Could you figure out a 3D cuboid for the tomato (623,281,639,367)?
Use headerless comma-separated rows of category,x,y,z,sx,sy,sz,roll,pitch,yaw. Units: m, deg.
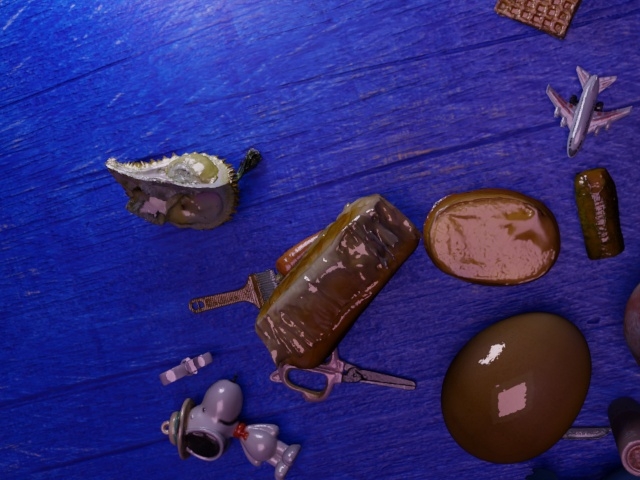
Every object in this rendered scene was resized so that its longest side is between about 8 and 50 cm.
tomato,0.704,0.169,1.581,0.316,0.317,0.282,44,74,4

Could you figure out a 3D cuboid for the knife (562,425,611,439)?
knife,0.491,0.396,1.808,0.210,0.015,0.028,-3,91,12

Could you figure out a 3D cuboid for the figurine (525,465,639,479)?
figurine,0.494,0.597,1.747,0.298,0.242,0.417,40,105,50

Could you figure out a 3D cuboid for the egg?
egg,0.378,0.279,1.698,0.250,0.250,0.322,39,97,5

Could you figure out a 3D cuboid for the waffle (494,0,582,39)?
waffle,0.422,-0.459,1.697,0.148,0.042,0.103,24,103,8

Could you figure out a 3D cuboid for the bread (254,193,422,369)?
bread,0.041,0.086,1.752,0.183,0.236,0.389,41,109,-9

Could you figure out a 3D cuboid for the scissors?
scissors,0.048,0.283,1.887,0.317,0.024,0.160,10,97,11

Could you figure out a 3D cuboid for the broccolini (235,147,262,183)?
broccolini,-0.169,-0.135,1.884,0.035,0.030,0.140,22,110,-28

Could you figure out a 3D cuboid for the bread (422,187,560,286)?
bread,0.334,-0.004,1.725,0.269,0.142,0.196,3,96,10

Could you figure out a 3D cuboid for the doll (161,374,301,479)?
doll,-0.192,0.435,1.900,0.208,0.144,0.271,-44,82,5

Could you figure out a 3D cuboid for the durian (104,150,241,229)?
durian,-0.300,-0.104,1.841,0.306,0.166,0.172,14,103,11

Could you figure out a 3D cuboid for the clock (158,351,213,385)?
clock,-0.289,0.277,1.929,0.129,0.087,0.041,-27,86,13

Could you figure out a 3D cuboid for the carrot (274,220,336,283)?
carrot,0.000,0.000,1.849,0.256,0.061,0.061,-41,87,6

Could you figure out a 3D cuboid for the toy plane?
toy plane,0.506,-0.243,1.695,0.162,0.065,0.171,17,103,9

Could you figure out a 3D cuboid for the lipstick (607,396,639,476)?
lipstick,0.588,0.365,1.658,0.070,0.254,0.070,2,97,13

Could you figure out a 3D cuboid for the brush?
brush,-0.189,0.125,1.926,0.218,0.010,0.083,-15,94,15

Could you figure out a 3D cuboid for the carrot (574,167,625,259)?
carrot,0.540,-0.054,1.708,0.082,0.082,0.173,-11,102,14
